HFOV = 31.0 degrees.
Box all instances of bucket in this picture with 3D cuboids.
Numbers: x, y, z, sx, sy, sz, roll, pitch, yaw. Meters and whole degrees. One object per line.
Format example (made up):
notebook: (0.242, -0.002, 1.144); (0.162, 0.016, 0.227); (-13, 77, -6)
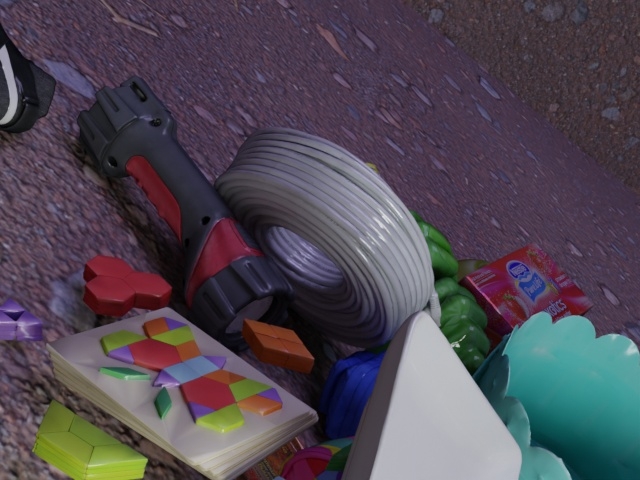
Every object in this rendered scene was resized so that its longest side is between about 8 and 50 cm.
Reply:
bucket: (0.260, 0.235, 1.210); (0.281, 0.183, 0.281); (21, 36, -16)

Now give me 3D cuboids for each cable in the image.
cable: (0.000, 0.000, 1.215); (0.257, 0.089, 0.257); (27, -28, 27)

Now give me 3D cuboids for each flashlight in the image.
flashlight: (-0.147, -0.026, 1.173); (0.103, 0.103, 0.304); (-24, 60, -31)

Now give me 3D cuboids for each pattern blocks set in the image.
pattern blocks set: (-0.106, 0.111, 0.897); (0.325, 0.026, 0.285); (24, 25, 15)

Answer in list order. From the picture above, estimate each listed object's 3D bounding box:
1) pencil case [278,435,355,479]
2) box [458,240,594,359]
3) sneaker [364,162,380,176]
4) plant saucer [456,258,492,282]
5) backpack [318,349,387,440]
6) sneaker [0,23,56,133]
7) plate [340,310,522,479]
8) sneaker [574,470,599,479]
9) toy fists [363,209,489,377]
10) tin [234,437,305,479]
pencil case: (0.056, 0.212, 0.988); (0.104, 0.104, 0.236); (52, 24, 19)
box: (0.248, 0.104, 1.551); (0.128, 0.122, 0.257); (49, 30, 14)
sneaker: (-0.003, -0.089, 1.542); (0.126, 0.091, 0.240); (45, 22, 4)
plant saucer: (0.295, 0.111, 1.780); (0.241, 0.037, 0.241); (36, 23, -18)
backpack: (0.049, 0.165, 1.166); (0.101, 0.098, 0.120); (19, 15, 18)
sneaker: (-0.335, -0.190, 1.170); (0.121, 0.079, 0.216); (24, 37, -48)
plate: (0.068, 0.231, 0.866); (0.277, 0.045, 0.278); (52, 50, -48)
sneaker: (0.407, 0.397, 1.360); (0.182, 0.127, 0.315); (16, 41, -56)
toy fists: (0.116, 0.077, 1.377); (0.096, 0.142, 0.279); (28, 27, -36)
tin: (-0.048, 0.201, 1.002); (0.189, 0.040, 0.106); (54, 19, 22)
